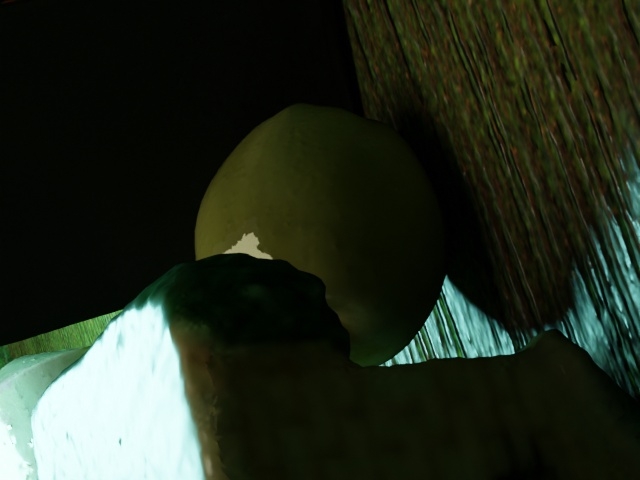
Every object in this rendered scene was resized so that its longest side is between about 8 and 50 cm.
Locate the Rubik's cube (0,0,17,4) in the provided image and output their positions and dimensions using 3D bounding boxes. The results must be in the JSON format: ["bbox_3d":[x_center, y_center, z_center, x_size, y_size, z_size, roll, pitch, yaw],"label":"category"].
[{"bbox_3d":[-0.406,-0.310,2.202,0.154,0.151,0.155,108,143,-56],"label":"Rubik's cube"}]

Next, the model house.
[{"bbox_3d":[0.035,0.194,1.029,0.382,0.342,0.335,130,133,-57],"label":"model house"}]

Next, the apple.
[{"bbox_3d":[0.000,0.000,1.179,0.200,0.200,0.200,167,90,-72],"label":"apple"}]

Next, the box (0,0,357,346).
[{"bbox_3d":[-0.158,-0.082,1.333,0.204,0.345,0.251,-174,70,-72],"label":"box"}]

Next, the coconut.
[{"bbox_3d":[-0.363,0.297,2.292,0.309,0.297,0.297,57,154,30],"label":"coconut"}]
